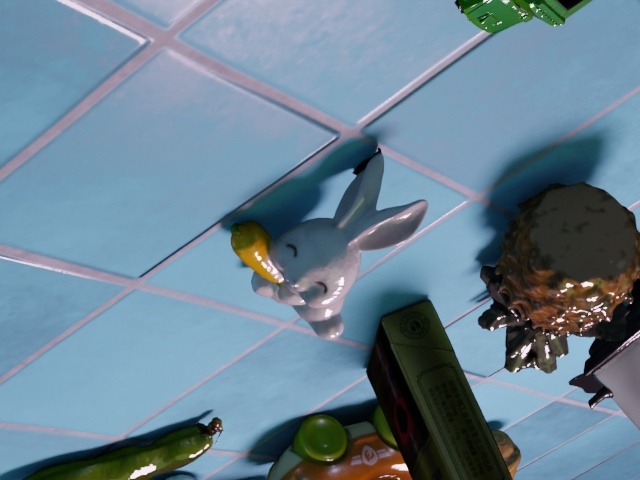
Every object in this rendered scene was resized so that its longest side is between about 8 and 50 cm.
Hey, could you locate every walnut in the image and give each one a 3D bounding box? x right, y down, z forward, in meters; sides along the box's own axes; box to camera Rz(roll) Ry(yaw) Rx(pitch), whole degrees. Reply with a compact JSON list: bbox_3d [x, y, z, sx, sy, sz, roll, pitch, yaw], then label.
[{"bbox_3d":[0.239,0.328,2.079,0.124,0.105,0.105,-22,157,-31],"label":"walnut"}]

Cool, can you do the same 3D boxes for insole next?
[{"bbox_3d":[0.403,0.212,2.100,0.045,0.002,0.135,-36,153,21],"label":"insole"}]

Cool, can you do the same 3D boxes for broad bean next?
[{"bbox_3d":[-0.229,0.257,1.589,0.254,0.046,0.065,-16,147,-19],"label":"broad bean"}]

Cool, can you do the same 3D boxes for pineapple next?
[{"bbox_3d":[0.252,0.059,1.502,0.170,0.141,0.310,16,155,3],"label":"pineapple"}]

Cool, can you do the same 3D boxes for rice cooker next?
[{"bbox_3d":[0.456,0.136,1.740,0.280,0.227,0.241,-41,170,6],"label":"rice cooker"}]

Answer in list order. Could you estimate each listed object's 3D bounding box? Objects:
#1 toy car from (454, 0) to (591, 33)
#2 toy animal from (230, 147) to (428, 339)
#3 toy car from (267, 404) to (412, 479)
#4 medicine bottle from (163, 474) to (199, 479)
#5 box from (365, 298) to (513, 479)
[{"bbox_3d":[0.176,-0.202,1.024,0.165,0.063,0.071,-34,154,20],"label":"toy car"},{"bbox_3d":[0.000,0.000,1.265,0.127,0.131,0.182,-48,175,-28],"label":"toy animal"},{"bbox_3d":[0.058,0.332,1.785,0.235,0.235,0.145,-9,151,-28],"label":"toy car"},{"bbox_3d":[-0.228,0.399,1.758,0.225,0.139,0.139,-34,153,19],"label":"medicine bottle"},{"bbox_3d":[0.130,0.208,1.576,0.071,0.240,0.159,-18,155,-12],"label":"box"}]
